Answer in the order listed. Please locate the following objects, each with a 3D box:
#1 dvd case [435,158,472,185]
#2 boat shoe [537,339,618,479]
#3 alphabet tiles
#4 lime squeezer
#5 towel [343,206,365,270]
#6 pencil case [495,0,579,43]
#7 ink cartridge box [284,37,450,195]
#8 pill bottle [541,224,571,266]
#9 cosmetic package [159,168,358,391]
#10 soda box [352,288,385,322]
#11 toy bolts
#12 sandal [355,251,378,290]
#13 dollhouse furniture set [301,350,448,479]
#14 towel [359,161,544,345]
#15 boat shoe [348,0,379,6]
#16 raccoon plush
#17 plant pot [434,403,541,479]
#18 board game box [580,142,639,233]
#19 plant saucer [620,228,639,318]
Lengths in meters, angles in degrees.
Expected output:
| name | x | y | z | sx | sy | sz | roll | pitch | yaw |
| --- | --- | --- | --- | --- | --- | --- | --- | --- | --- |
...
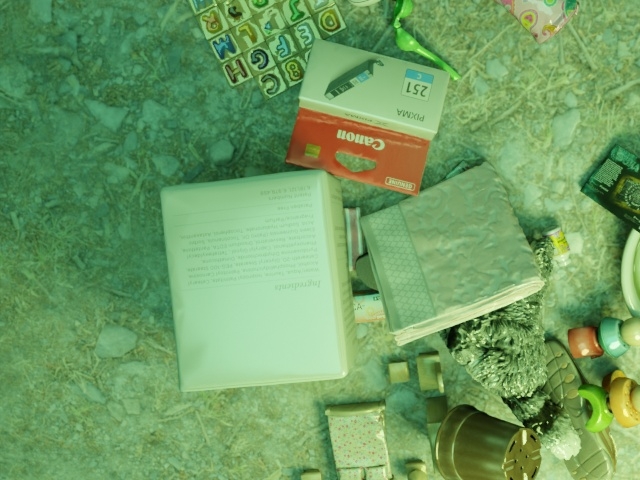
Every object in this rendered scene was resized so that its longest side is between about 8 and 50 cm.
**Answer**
| name | x | y | z | sx | sy | sz | roll | pitch | yaw |
| --- | --- | --- | --- | --- | --- | --- | --- | --- | --- |
| dvd case | 0.295 | -0.104 | 1.972 | 0.087 | 0.013 | 0.119 | 44 | 103 | -3 |
| boat shoe | 0.553 | 0.372 | 1.987 | 0.123 | 0.116 | 0.325 | -23 | 79 | 36 |
| alphabet tiles | -0.118 | -0.490 | 1.943 | 0.285 | 0.011 | 0.343 | -25 | 97 | 9 |
| lime squeezer | 0.195 | -0.459 | 1.867 | 0.109 | 0.059 | 0.310 | -15 | 110 | 13 |
| towel | 0.000 | 0.000 | 2.016 | 0.197 | 0.029 | 0.144 | -3 | 98 | 6 |
| pencil case | 0.388 | -0.529 | 1.829 | 0.284 | 0.124 | 0.124 | 44 | 101 | -2 |
| ink cartridge box | 0.096 | -0.255 | 1.891 | 0.296 | 0.066 | 0.261 | 14 | 81 | 0 |
| pill bottle | 0.508 | 0.012 | 1.957 | 0.043 | 0.043 | 0.083 | -23 | 98 | 9 |
| cosmetic package | -0.110 | 0.076 | 1.841 | 0.327 | 0.329 | 0.394 | -6 | 89 | 6 |
| soda box | 0.055 | 0.149 | 2.020 | 0.183 | 0.058 | 0.063 | -6 | 99 | 6 |
| toy bolts | 0.641 | 0.268 | 1.904 | 0.158 | 0.218 | 0.229 | -22 | 74 | 41 |
| sandal | 0.201 | 0.055 | 1.997 | 0.254 | 0.054 | 0.097 | -5 | 106 | -3 |
| dollhouse furniture set | 0.108 | 0.423 | 2.008 | 0.355 | 0.174 | 0.303 | -7 | 99 | 7 |
| towel | 0.254 | 0.018 | 1.855 | 0.316 | 0.332 | 0.053 | -23 | 140 | 11 |
| boat shoe | 0.146 | -0.564 | 1.789 | 0.267 | 0.088 | 0.096 | -32 | 80 | 22 |
| raccoon plush | 0.462 | 0.194 | 1.910 | 0.446 | 0.216 | 0.299 | 44 | 103 | -8 |
| plant pot | 0.350 | 0.430 | 1.864 | 0.165 | 0.167 | 0.167 | 2 | 104 | 48 |
| board game box | 0.639 | -0.103 | 1.870 | 0.126 | 0.026 | 0.186 | -54 | 47 | 12 |
| plant saucer | 0.823 | 0.053 | 1.904 | 0.400 | 0.100 | 0.401 | 1 | 100 | 5 |
